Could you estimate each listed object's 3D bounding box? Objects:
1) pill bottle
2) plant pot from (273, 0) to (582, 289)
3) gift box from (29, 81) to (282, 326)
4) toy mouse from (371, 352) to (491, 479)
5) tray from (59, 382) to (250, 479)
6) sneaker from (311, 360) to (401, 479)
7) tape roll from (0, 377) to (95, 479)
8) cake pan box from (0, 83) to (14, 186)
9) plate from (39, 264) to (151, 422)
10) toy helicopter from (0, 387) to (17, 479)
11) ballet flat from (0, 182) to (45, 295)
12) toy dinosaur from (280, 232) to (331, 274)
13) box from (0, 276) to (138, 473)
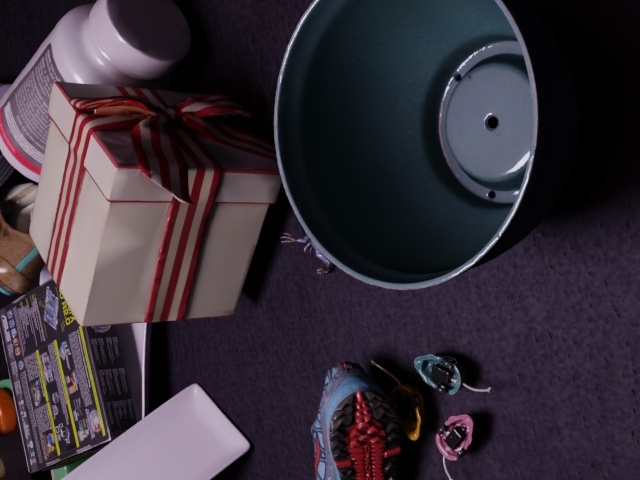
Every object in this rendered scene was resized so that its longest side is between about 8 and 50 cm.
[{"bbox_3d":[-0.322,-0.221,1.301,0.318,0.176,0.176,-34,72,41],"label":"pill bottle"},{"bbox_3d":[0.126,-0.112,0.871,0.293,0.196,0.293,8,101,43],"label":"plant pot"},{"bbox_3d":[-0.195,-0.052,1.156,0.276,0.255,0.258,42,124,39],"label":"gift box"},{"bbox_3d":[0.141,0.179,1.008,0.143,0.031,0.161,-35,72,41],"label":"toy mouse"},{"bbox_3d":[-0.239,0.325,1.266,0.145,0.270,0.030,40,156,35],"label":"tray"},{"bbox_3d":[0.041,0.259,1.091,0.125,0.104,0.262,-116,27,-61],"label":"sneaker"},{"bbox_3d":[-0.498,0.396,1.621,0.321,0.077,0.321,6,99,43],"label":"tape roll"},{"bbox_3d":[-0.606,-0.157,1.574,0.267,0.070,0.246,9,67,42],"label":"cake pan box"},{"bbox_3d":[-0.349,0.149,1.443,0.277,0.045,0.278,3,90,40],"label":"plate"},{"bbox_3d":[-0.583,0.443,1.565,0.235,0.140,0.355,-41,70,41],"label":"toy helicopter"},{"bbox_3d":[-0.502,-0.029,1.525,0.124,0.116,0.342,-43,30,0],"label":"ballet flat"},{"bbox_3d":[0.000,0.000,1.131,0.090,0.047,0.082,-9,78,11],"label":"toy dinosaur"},{"bbox_3d":[-0.391,0.199,1.409,0.216,0.060,0.270,-28,72,34],"label":"box"}]
